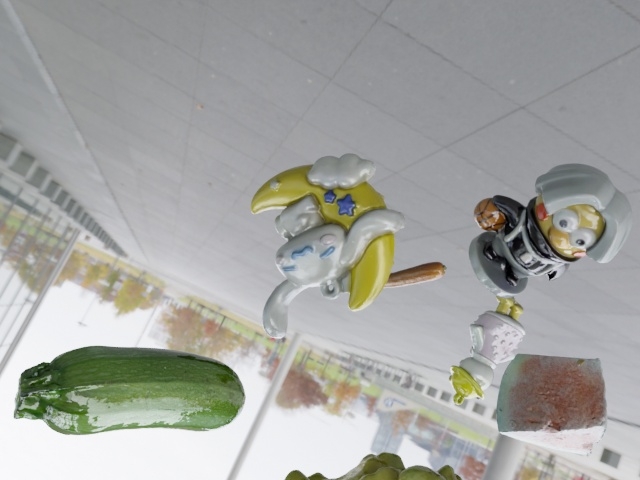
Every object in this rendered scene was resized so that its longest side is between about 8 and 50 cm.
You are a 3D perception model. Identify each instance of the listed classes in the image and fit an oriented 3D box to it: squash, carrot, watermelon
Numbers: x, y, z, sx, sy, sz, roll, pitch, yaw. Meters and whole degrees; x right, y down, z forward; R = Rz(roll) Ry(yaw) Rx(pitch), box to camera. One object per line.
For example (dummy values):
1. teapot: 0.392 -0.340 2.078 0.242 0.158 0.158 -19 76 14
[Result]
1. squash: -0.147 0.129 0.502 0.219 0.077 0.068 17 -141 -47
2. carrot: 0.175 0.091 1.376 0.248 0.043 0.043 -15 149 25
3. watermelon: 0.551 0.378 1.354 0.262 0.212 0.201 12 162 -15

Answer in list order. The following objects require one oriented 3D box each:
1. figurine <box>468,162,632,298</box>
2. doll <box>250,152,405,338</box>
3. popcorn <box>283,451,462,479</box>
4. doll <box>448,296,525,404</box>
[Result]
1. figurine: 0.342 -0.021 0.892 0.176 0.133 0.236 47 138 -3
2. doll: 0.000 0.000 0.856 0.252 0.237 0.111 -19 175 18
3. popcorn: 0.068 0.358 0.633 0.241 0.250 0.235 60 -162 -11
4. doll: 0.285 0.190 1.005 0.129 0.207 0.081 38 170 -32
